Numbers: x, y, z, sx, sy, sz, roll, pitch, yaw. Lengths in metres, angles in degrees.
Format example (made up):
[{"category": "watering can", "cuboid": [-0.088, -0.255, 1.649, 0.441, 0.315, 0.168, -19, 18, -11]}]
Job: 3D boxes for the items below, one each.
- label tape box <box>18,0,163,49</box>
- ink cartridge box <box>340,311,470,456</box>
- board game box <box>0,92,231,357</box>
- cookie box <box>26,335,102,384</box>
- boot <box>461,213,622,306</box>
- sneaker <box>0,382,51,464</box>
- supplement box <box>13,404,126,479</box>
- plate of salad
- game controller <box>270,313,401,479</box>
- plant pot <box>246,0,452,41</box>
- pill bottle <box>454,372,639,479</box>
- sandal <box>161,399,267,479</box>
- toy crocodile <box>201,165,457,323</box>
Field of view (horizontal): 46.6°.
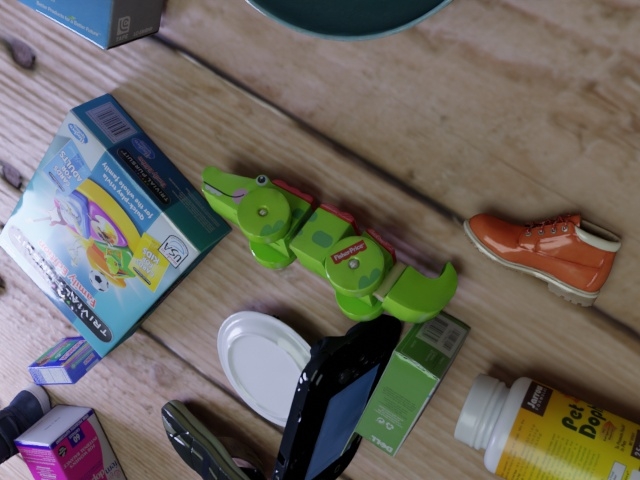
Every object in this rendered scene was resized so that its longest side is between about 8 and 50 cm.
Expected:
[{"category": "label tape box", "cuboid": [-0.275, -0.418, 0.813, 0.240, 0.106, 0.334, 30, 128, 15]}, {"category": "ink cartridge box", "cuboid": [0.104, 0.192, 0.923, 0.062, 0.109, 0.209, 31, 128, 14]}, {"category": "board game box", "cuboid": [-0.317, -0.006, 1.091, 0.254, 0.079, 0.336, 48, 130, 0]}, {"category": "cookie box", "cuboid": [-0.433, 0.205, 1.275, 0.107, 0.092, 0.040, -9, 114, 34]}, {"category": "boot", "cuboid": [0.229, -0.003, 0.773, 0.157, 0.059, 0.085, 25, 124, 8]}, {"category": "sneaker", "cuboid": [-0.594, 0.411, 1.448, 0.086, 0.163, 0.226, 13, 123, 24]}, {"category": "supplement box", "cuboid": [-0.464, 0.438, 1.414, 0.113, 0.111, 0.220, -4, 114, 33]}, {"category": "plate of salad", "cuboid": [-0.064, 0.183, 1.062, 0.199, 0.048, 0.200, 19, 126, 28]}, {"category": "game controller", "cuboid": [0.017, 0.232, 0.964, 0.067, 0.166, 0.319, 43, 134, 33]}, {"category": "plant pot", "cuboid": [0.052, -0.330, 0.601, 0.290, 0.195, 0.290, 15, 123, 25]}, {"category": "pill bottle", "cuboid": [0.266, 0.231, 0.840, 0.214, 0.117, 0.117, 22, 125, 20]}, {"category": "sandal", "cuboid": [-0.142, 0.362, 1.197, 0.303, 0.086, 0.120, 45, 137, 21]}, {"category": "toy crocodile", "cuboid": [0.000, 0.000, 0.887, 0.340, 0.105, 0.115, 29, 163, 21]}]
